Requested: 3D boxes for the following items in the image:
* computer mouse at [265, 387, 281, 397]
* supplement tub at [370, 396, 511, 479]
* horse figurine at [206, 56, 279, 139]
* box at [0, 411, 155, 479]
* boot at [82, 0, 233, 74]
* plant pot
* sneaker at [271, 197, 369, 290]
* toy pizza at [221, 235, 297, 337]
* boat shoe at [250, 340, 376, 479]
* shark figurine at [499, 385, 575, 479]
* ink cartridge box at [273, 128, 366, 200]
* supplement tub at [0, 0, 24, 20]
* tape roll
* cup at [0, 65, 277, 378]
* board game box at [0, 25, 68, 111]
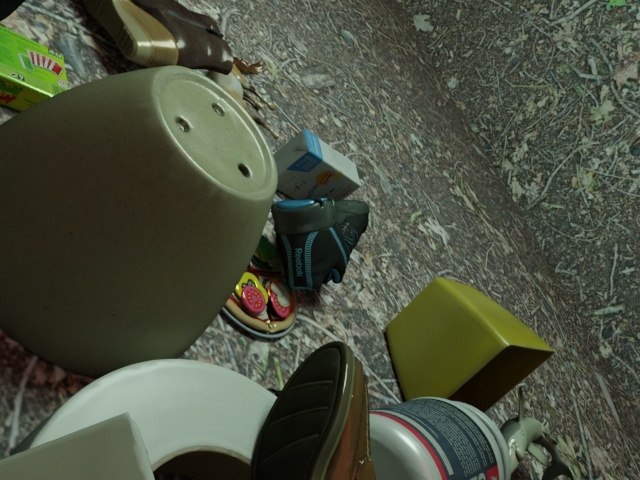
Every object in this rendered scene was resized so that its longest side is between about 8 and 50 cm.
[{"bbox_3d":[-0.060,0.259,0.815,0.106,0.042,0.193,23,40,-48],"label":"computer mouse"},{"bbox_3d":[0.117,0.304,0.885,0.272,0.191,0.191,8,52,-55],"label":"supplement tub"},{"bbox_3d":[-0.148,-0.256,1.245,0.174,0.066,0.263,36,32,-38],"label":"horse figurine"},{"bbox_3d":[-0.201,0.214,0.403,0.232,0.149,0.127,-17,68,-19],"label":"box"},{"bbox_3d":[-0.268,-0.373,1.131,0.207,0.090,0.248,-10,68,-52],"label":"boot"},{"bbox_3d":[0.244,0.186,1.231,0.212,0.212,0.187,16,33,-51],"label":"plant pot"},{"bbox_3d":[0.000,0.000,1.157,0.341,0.125,0.140,-12,100,-71],"label":"sneaker"},{"bbox_3d":[-0.099,0.048,1.009,0.201,0.032,0.201,39,30,-28],"label":"toy pizza"},{"bbox_3d":[0.000,0.243,0.647,0.104,0.110,0.307,40,45,-25],"label":"boat shoe"},{"bbox_3d":[0.378,0.381,1.312,0.278,0.116,0.166,30,49,-43],"label":"shark figurine"},{"bbox_3d":[0.000,-0.115,1.276,0.181,0.104,0.062,28,37,-40],"label":"ink cartridge box"},{"bbox_3d":[-0.452,-0.363,0.837,0.198,0.106,0.106,46,28,-14],"label":"supplement tub"},{"bbox_3d":[-0.108,0.296,0.616,0.392,0.072,0.392,31,38,-29],"label":"tape roll"},{"bbox_3d":[-0.186,-0.050,0.757,0.331,0.237,0.331,39,30,-28],"label":"cup"},{"bbox_3d":[-0.394,-0.215,0.825,0.181,0.043,0.092,20,42,-49],"label":"board game box"}]
